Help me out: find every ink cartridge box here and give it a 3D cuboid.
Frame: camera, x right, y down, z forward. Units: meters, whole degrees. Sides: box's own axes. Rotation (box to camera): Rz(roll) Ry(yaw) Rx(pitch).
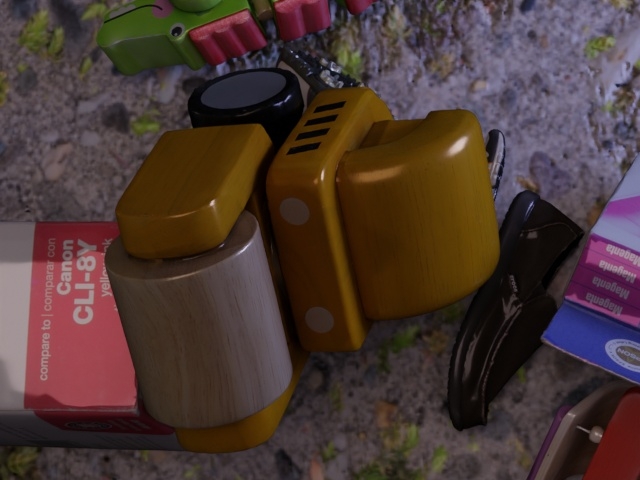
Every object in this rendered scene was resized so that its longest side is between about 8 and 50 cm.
[{"bbox_3d":[0.369,0.052,1.545,0.324,0.330,0.071,23,117,10],"label":"ink cartridge box"},{"bbox_3d":[-0.307,0.083,1.625,0.384,0.279,0.160,0,79,6],"label":"ink cartridge box"}]

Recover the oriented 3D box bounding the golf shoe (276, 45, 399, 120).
[{"bbox_3d":[0.029,-0.058,1.709,0.120,0.105,0.273,-48,63,19],"label":"golf shoe"}]

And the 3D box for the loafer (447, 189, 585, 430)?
[{"bbox_3d":[0.169,0.065,1.675,0.078,0.080,0.220,19,80,11],"label":"loafer"}]

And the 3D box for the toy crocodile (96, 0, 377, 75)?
[{"bbox_3d":[-0.035,-0.223,1.737,0.340,0.115,0.105,-20,64,3],"label":"toy crocodile"}]

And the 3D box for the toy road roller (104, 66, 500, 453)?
[{"bbox_3d":[0.000,0.000,1.495,0.240,0.329,0.203,-3,118,20],"label":"toy road roller"}]

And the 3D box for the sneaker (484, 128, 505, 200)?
[{"bbox_3d":[0.137,-0.049,1.725,0.043,0.040,0.109,15,79,12],"label":"sneaker"}]

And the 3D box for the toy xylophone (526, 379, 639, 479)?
[{"bbox_3d":[0.333,0.205,1.572,0.322,0.236,0.081,22,40,17],"label":"toy xylophone"}]
